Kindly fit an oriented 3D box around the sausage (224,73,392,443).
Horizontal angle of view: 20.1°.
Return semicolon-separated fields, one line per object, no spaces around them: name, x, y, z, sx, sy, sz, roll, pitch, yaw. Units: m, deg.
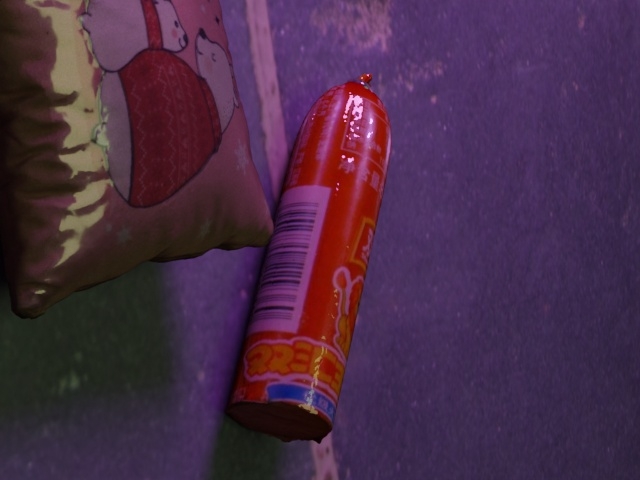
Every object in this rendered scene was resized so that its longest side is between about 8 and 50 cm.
sausage;0.000;0.000;1.220;0.074;0.074;0.274;46;48;-48

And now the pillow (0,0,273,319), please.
pillow;-0.116;-0.088;1.021;0.223;0.084;0.236;-23;104;-55
